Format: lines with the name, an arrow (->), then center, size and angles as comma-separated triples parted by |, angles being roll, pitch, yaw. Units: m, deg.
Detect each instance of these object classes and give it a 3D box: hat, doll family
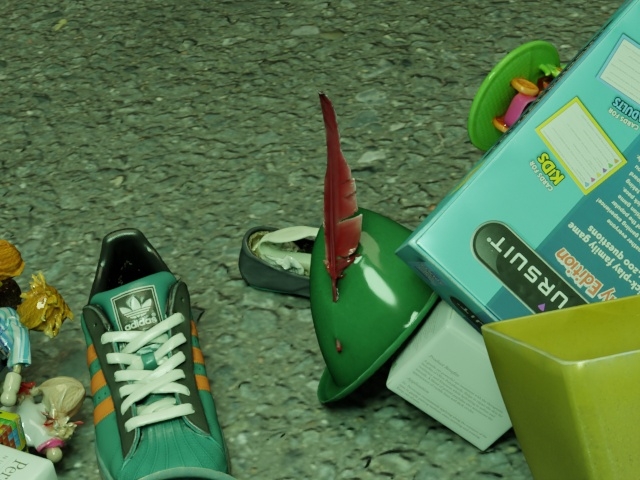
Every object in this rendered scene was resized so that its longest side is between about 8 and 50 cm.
hat -> 0.000, 0.000, 1.257 | 0.208, 0.183, 0.173 | -49, 10, 10
doll family -> -0.292, 0.084, 1.283 | 0.163, 0.118, 0.263 | -36, 42, -8

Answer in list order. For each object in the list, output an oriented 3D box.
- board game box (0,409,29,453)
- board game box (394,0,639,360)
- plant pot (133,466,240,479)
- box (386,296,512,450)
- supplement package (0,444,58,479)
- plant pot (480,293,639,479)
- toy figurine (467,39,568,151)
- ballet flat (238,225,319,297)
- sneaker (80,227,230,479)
board game box -> -0.295, 0.179, 1.158 | 0.170, 0.141, 0.048 | 11, 36, 25
board game box -> 0.263, -0.029, 1.160 | 0.336, 0.254, 0.079 | -47, 0, -9
plant pot -> -0.135, 0.292, 0.876 | 0.196, 0.293, 0.293 | -17, 26, 31
box -> 0.124, 0.090, 1.228 | 0.101, 0.087, 0.102 | 34, 37, -10
supplement package -> -0.334, 0.229, 1.060 | 0.293, 0.175, 0.177 | 13, 38, 26
plant pot -> 0.244, 0.138, 1.006 | 0.212, 0.187, 0.212 | -10, 5, -8
toy figurine -> 0.262, -0.107, 1.541 | 0.173, 0.130, 0.159 | -7, 39, -48
ballet flat -> 0.014, 0.023, 1.398 | 0.203, 0.074, 0.074 | 11, 38, 24
sneaker -> -0.148, 0.103, 1.263 | 0.108, 0.121, 0.302 | -14, 35, -9
